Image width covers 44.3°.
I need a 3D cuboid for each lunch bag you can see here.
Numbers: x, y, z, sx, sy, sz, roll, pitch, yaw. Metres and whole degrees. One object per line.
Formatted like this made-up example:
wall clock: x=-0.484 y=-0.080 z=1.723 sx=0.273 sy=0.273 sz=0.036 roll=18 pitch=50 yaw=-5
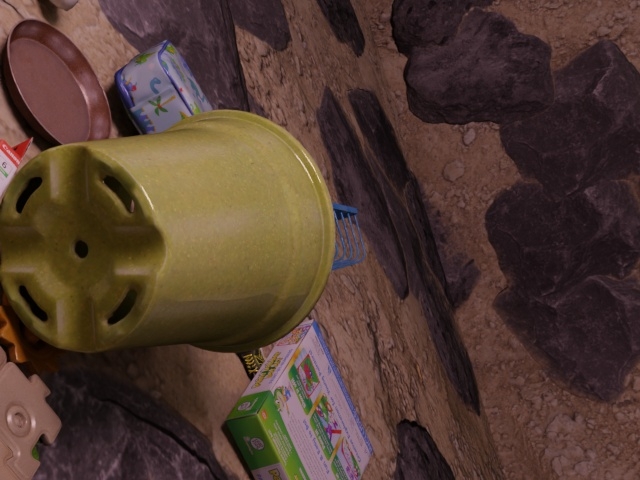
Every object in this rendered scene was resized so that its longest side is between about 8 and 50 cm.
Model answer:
lunch bag: x=-0.191 y=-0.162 z=1.095 sx=0.219 sy=0.090 sz=0.176 roll=60 pitch=9 yaw=-23

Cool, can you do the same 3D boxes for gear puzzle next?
gear puzzle: x=-0.291 y=0.136 z=0.613 sx=0.175 sy=0.044 sz=0.339 roll=59 pitch=18 yaw=-21

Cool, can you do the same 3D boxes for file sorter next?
file sorter: x=0.000 y=0.000 z=1.434 sx=0.170 sy=0.118 sz=0.104 roll=7 pitch=66 yaw=-69

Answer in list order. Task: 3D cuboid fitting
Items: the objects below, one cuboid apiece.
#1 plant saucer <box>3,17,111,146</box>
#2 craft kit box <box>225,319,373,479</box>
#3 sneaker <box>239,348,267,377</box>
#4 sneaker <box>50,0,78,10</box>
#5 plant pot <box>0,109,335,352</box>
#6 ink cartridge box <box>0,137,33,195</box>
plant saucer: x=-0.307 y=-0.173 z=0.909 sx=0.168 sy=0.029 sz=0.168 roll=55 pitch=24 yaw=-38
craft kit box: x=-0.018 y=0.281 z=1.123 sx=0.249 sy=0.061 sz=0.246 roll=67 pitch=22 yaw=-15
sneaker: x=-0.094 y=0.173 z=1.120 sx=0.083 sy=0.031 sz=0.035 roll=55 pitch=24 yaw=-35
sneaker: x=-0.348 y=-0.389 z=0.971 sx=0.095 sy=0.090 sz=0.235 roll=10 pitch=56 yaw=-54
plant pot: x=-0.161 y=-0.001 z=0.774 sx=0.254 sy=0.276 sz=0.276 roll=-9 pitch=78 yaw=-66
ink cartridge box: x=-0.312 y=-0.062 z=0.721 sx=0.029 sy=0.063 sz=0.115 roll=56 pitch=22 yaw=-34
